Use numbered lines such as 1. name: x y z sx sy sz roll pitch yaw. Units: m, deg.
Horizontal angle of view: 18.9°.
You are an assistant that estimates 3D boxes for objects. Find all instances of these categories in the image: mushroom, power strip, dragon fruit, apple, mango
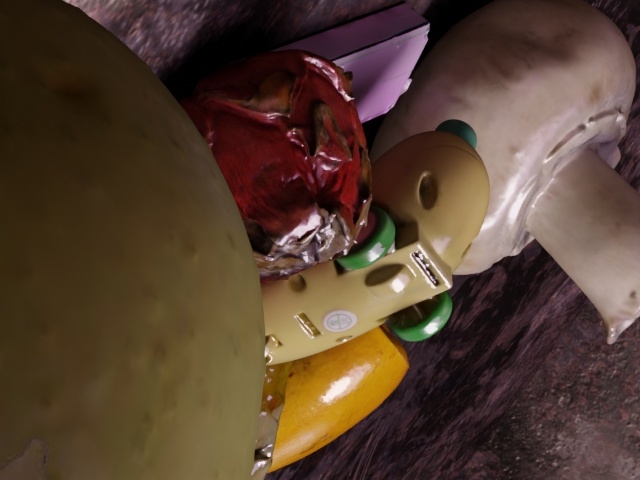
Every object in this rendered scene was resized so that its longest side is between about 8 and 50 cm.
1. mushroom: 0.225 -0.062 1.915 0.314 0.336 0.314 -39 164 -13
2. power strip: 0.004 -0.136 1.703 0.279 0.037 0.109 -27 150 -52
3. dragon fruit: -0.039 -0.028 1.538 0.223 0.148 0.218 -12 143 -37
4. apple: -0.261 0.076 0.832 0.473 0.473 0.474 -45 161 -19
5. mango: -0.033 0.165 2.049 0.257 0.138 0.187 -38 -175 6

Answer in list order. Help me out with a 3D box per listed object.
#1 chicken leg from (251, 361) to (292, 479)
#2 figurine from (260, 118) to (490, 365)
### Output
1. chicken leg: -0.084 0.135 1.895 0.429 0.152 0.201 -59 174 2
2. figurine: 0.000 0.000 1.716 0.324 0.222 0.124 -25 130 19
